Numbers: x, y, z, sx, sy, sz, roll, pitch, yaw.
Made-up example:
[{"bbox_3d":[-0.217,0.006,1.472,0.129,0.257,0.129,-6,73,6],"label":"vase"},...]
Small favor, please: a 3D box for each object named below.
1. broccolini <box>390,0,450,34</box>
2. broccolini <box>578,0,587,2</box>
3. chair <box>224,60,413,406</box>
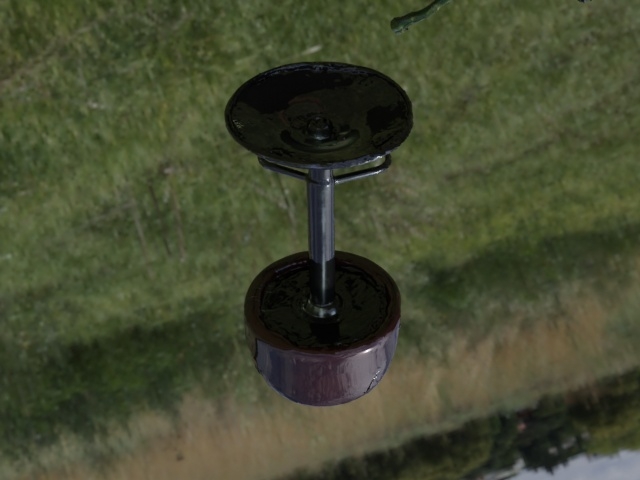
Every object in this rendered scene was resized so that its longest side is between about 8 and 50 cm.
[{"bbox_3d":[0.189,-0.389,1.758,0.071,0.057,0.254,-29,-172,-40],"label":"broccolini"},{"bbox_3d":[0.517,-0.455,2.028,0.140,0.030,0.035,-15,177,-39],"label":"broccolini"},{"bbox_3d":[0.000,0.000,1.412,0.227,0.226,0.401,-17,131,-19],"label":"chair"}]
